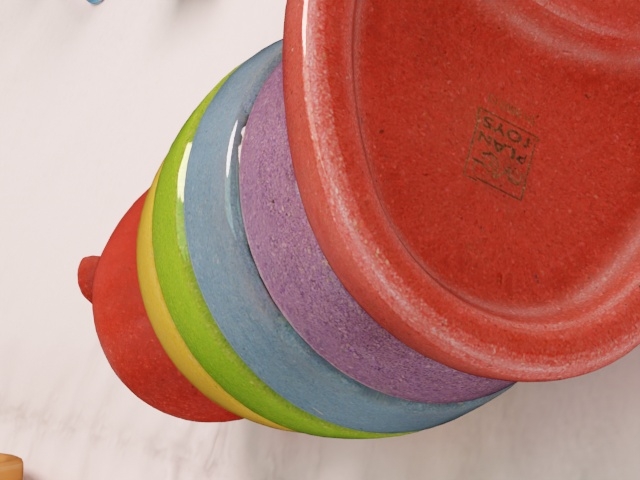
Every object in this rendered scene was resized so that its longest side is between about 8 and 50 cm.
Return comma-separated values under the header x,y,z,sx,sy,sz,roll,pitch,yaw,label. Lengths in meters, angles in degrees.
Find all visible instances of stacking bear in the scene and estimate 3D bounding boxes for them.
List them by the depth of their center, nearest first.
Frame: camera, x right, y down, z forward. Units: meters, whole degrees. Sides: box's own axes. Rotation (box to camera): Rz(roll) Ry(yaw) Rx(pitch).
x,y,z,sx,sy,sz,roll,pitch,yaw,label
0.000,0.000,0.671,0.289,0.175,0.164,-27,42,59,stacking bear

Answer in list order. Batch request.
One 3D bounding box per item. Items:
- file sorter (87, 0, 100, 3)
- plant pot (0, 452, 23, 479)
x,y,z,sx,sy,sz,roll,pitch,yaw,label
-0.197,-0.240,1.089,0.118,0.170,0.104,-59,35,14,file sorter
-0.301,0.214,0.895,0.291,0.291,0.203,-7,82,55,plant pot
